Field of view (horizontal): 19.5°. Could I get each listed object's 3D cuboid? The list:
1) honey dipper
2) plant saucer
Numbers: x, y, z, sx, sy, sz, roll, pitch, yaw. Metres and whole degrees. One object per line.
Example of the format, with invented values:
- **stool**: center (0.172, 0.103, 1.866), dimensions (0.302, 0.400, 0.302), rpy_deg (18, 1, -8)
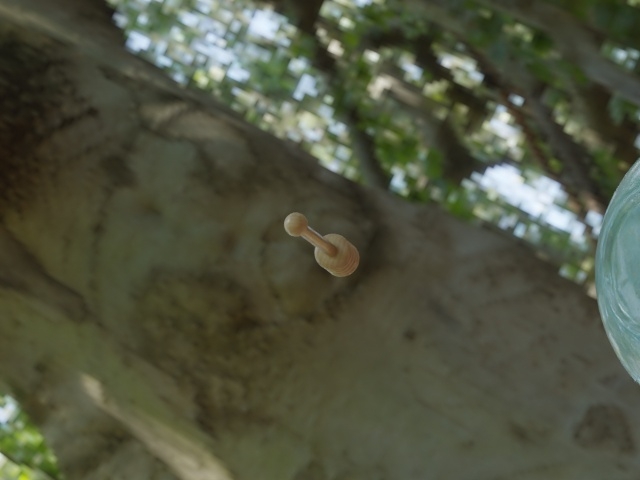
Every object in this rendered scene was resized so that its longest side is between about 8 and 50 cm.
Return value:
- **honey dipper**: center (0.000, 0.000, 1.462), dimensions (0.030, 0.030, 0.160), rpy_deg (-60, -17, -4)
- **plant saucer**: center (0.242, 0.015, 1.283), dimensions (0.037, 0.195, 0.195), rpy_deg (6, -70, -31)
